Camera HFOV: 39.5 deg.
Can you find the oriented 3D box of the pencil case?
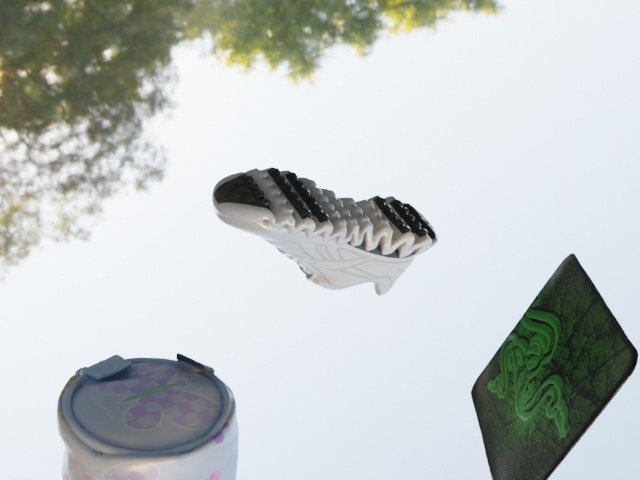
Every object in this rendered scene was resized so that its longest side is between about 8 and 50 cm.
[{"bbox_3d":[-0.128,0.216,0.627,0.124,0.273,0.113,17,-154,22],"label":"pencil case"}]

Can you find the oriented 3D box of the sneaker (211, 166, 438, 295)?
[{"bbox_3d":[0.000,0.000,1.021,0.292,0.118,0.110,13,-149,-34],"label":"sneaker"}]

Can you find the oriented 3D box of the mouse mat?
[{"bbox_3d":[0.164,0.101,0.661,0.007,0.152,0.190,29,-161,-8],"label":"mouse mat"}]
